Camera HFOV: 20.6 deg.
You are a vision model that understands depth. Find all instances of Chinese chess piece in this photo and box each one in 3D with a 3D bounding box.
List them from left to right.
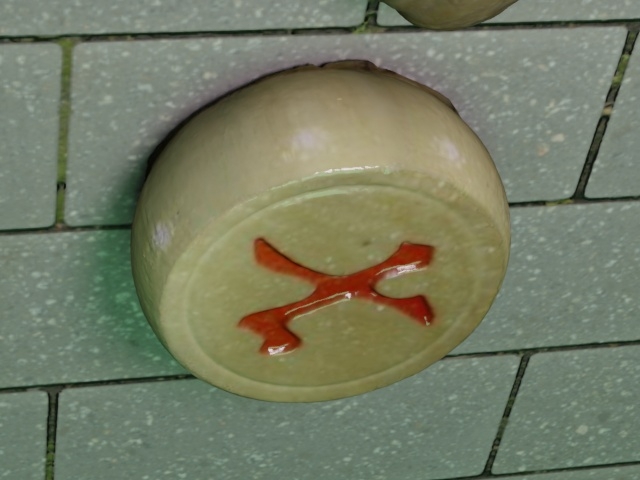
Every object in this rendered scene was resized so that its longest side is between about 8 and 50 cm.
[{"bbox_3d":[0.000,0.000,1.562,0.338,0.140,0.338,-9,137,-8],"label":"Chinese chess piece"}]

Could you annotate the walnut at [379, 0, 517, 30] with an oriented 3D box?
[{"bbox_3d":[0.106,-0.237,1.347,0.162,0.140,0.140,-38,135,8],"label":"walnut"}]
